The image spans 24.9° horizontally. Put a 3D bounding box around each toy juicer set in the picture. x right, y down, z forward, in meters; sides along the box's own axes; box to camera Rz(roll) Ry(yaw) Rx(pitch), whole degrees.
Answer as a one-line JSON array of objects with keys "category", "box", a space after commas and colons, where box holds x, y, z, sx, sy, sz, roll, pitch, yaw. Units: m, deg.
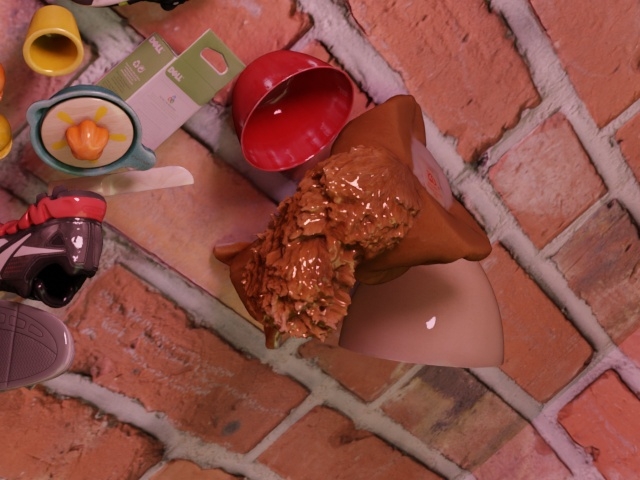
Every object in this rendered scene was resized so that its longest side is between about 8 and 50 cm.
[{"category": "toy juicer set", "box": [-0.316, -0.119, 1.767, 0.209, 0.089, 0.329, -23, 134, 12]}]

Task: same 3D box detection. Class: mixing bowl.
[{"category": "mixing bowl", "box": [-0.054, -0.195, 2.001, 0.181, 0.098, 0.181, -25, 146, -19]}]

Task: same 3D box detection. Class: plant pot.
[{"category": "plant pot", "box": [0.182, 0.100, 2.478, 0.284, 0.284, 0.191, 4, 94, -46]}]

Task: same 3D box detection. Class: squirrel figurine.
[{"category": "squirrel figurine", "box": [0.000, 0.000, 2.134, 0.370, 0.281, 0.397, -30, 177, 23]}]

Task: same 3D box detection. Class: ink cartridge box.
[{"category": "ink cartridge box", "box": [-0.210, -0.197, 1.879, 0.209, 0.062, 0.109, -41, 146, 4]}]

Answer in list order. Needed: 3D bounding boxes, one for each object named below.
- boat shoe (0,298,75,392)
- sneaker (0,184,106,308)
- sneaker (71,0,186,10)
[{"category": "boat shoe", "box": [-0.448, 0.144, 1.905, 0.320, 0.118, 0.103, -8, 169, 26]}, {"category": "sneaker", "box": [-0.377, 0.033, 1.859, 0.276, 0.135, 0.097, -23, 158, 35]}, {"category": "sneaker", "box": [-0.193, -0.306, 1.743, 0.235, 0.084, 0.097, -22, 145, -25]}]
